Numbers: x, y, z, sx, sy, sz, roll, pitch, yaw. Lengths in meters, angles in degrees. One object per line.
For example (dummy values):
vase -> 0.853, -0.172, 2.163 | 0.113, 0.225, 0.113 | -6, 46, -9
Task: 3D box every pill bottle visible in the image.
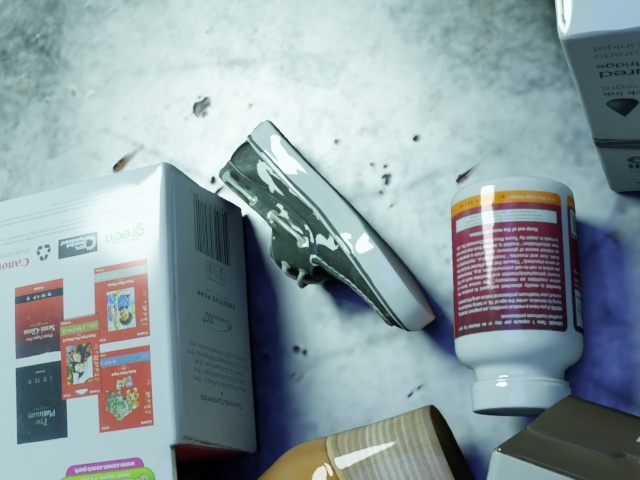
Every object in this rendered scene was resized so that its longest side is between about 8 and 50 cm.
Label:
pill bottle -> 0.132, 0.040, 0.648 | 0.086, 0.086, 0.152 | -5, 73, 20

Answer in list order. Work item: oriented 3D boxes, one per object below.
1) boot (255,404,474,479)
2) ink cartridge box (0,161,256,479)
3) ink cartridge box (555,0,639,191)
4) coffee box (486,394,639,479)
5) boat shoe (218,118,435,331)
boot -> 0.023, 0.268, 0.617 | 0.220, 0.109, 0.284 | -28, 69, 14
ink cartridge box -> -0.217, 0.113, 0.742 | 0.309, 0.130, 0.272 | -11, 72, 19
ink cartridge box -> 0.253, -0.124, 0.533 | 0.211, 0.289, 0.122 | -4, 77, 21
coffee box -> 0.141, 0.242, 0.429 | 0.168, 0.119, 0.297 | 16, 100, 28
boat shoe -> 0.000, 0.000, 0.721 | 0.070, 0.078, 0.219 | -44, 57, 5
